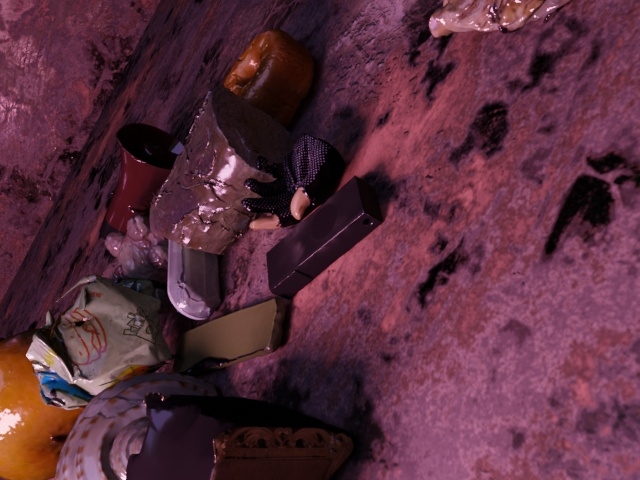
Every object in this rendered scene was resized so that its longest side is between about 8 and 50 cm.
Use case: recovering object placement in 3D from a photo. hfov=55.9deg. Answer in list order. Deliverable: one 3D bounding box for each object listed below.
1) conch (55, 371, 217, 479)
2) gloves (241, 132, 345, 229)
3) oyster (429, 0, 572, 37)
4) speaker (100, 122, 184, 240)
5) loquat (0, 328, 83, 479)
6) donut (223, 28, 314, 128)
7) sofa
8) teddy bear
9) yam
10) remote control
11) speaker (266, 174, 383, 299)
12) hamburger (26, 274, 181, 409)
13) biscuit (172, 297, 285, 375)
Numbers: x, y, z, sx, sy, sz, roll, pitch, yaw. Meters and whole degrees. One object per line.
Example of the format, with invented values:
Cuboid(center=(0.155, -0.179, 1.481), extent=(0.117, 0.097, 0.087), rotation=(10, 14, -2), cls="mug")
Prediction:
Cuboid(center=(-0.313, 0.348, 0.986), extent=(0.319, 0.215, 0.303), rotation=(-30, 36, 40), cls="conch")
Cuboid(center=(-0.047, -0.080, 0.977), extent=(0.129, 0.106, 0.180), rotation=(38, 83, 24), cls="gloves")
Cuboid(center=(0.263, -0.408, 0.776), extent=(0.351, 0.115, 0.238), rotation=(-55, 34, 14), cls="oyster")
Cuboid(center=(-0.456, -0.101, 1.590), extent=(0.259, 0.198, 0.329), rotation=(36, 119, 18), cls="speaker")
Cuboid(center=(-0.608, 0.328, 1.274), extent=(0.359, 0.328, 0.328), rotation=(35, 98, 27), cls="loquat")
Cuboid(center=(-0.108, -0.322, 1.236), extent=(0.226, 0.114, 0.226), rotation=(-34, 42, 37), cls="donut")
Cuboid(center=(-0.110, 0.304, 0.758), extent=(0.258, 0.200, 0.182), rotation=(-2, 78, 53), cls="sofa")
Cuboid(center=(-0.394, 0.071, 1.325), extent=(0.267, 0.151, 0.236), rotation=(-46, 70, 17), cls="teddy bear")
Cuboid(center=(-0.187, -0.103, 1.112), extent=(0.271, 0.202, 0.201), rotation=(-43, 39, 33), cls="yam")
Cuboid(center=(-0.246, 0.048, 1.183), extent=(0.052, 0.104, 0.247), rotation=(-44, 39, 29), cls="remote control")
Cuboid(center=(0.000, 0.000, 0.929), extent=(0.218, 0.044, 0.082), rotation=(-40, 40, 32), cls="speaker")
Cuboid(center=(-0.413, 0.162, 1.121), extent=(0.260, 0.150, 0.276), rotation=(-17, 49, -6), cls="hamburger")
Cuboid(center=(-0.166, 0.178, 1.046), extent=(0.322, 0.038, 0.099), rotation=(-26, 46, 45), cls="biscuit")
